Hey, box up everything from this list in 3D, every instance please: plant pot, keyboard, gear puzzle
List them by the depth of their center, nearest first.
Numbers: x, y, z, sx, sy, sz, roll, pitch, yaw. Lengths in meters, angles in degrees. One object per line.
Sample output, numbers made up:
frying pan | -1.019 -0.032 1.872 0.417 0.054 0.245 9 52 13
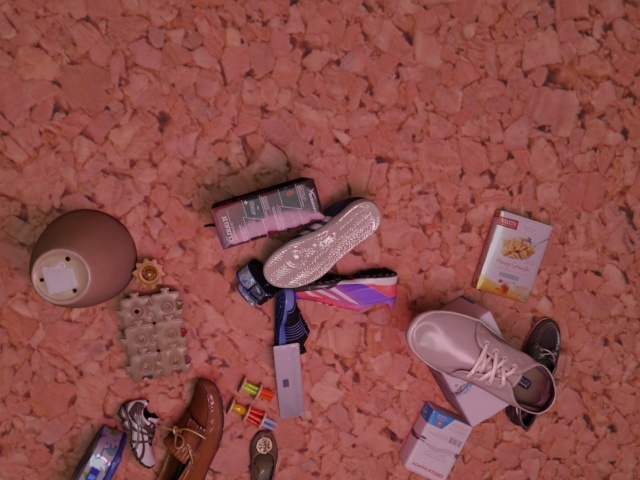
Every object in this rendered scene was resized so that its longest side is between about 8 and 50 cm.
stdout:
plant pot | -0.597 0.064 1.492 0.256 0.274 0.257 -1 99 -9
gear puzzle | -0.453 0.209 1.645 0.175 0.044 0.339 -9 103 -16
keyboard | -0.087 0.397 1.716 0.072 0.014 0.256 -5 116 -3

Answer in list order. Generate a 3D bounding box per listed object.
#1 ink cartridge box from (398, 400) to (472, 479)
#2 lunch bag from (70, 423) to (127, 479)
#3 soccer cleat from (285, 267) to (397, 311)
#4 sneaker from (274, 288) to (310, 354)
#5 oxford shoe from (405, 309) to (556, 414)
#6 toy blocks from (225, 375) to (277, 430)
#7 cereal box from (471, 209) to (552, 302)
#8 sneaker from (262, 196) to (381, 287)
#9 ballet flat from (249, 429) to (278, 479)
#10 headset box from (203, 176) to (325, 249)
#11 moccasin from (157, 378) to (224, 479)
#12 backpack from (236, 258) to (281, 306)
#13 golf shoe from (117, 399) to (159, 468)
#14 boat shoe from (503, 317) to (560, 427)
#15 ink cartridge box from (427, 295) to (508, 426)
ink cartridge box | 0.339 0.596 1.813 0.139 0.082 0.191 27 94 -11
lunch bag | -0.600 0.616 1.617 0.090 0.176 0.219 29 92 -11
soccer cleat | 0.061 0.150 1.699 0.317 0.108 0.117 -5 102 -11
sneaker | -0.074 0.224 1.676 0.090 0.081 0.233 -5 125 -18
oxford shoe | 0.425 0.310 1.564 0.449 0.130 0.169 29 93 -11
toy blocks | -0.174 0.464 1.727 0.148 0.054 0.123 28 93 -12
cereal box | 0.559 0.046 1.790 0.172 0.047 0.240 15 95 -11
sneaker | 0.000 0.000 1.648 0.349 0.148 0.131 -31 109 2
ballet flat | -0.167 0.670 1.754 0.084 0.058 0.250 6 97 -11
headset box | -0.155 -0.071 1.573 0.293 0.218 0.110 -17 99 -6
moccasin | -0.368 0.556 1.664 0.146 0.139 0.380 13 105 -37
backpack | -0.177 0.116 1.654 0.084 0.105 0.114 -36 93 18
golf shoe | -0.478 0.529 1.676 0.093 0.077 0.198 -20 102 -6
boat shoe | 0.651 0.401 1.829 0.112 0.095 0.336 19 95 -11
ink cartridge box | 0.414 0.335 1.731 0.197 0.198 0.270 -30 102 -5
